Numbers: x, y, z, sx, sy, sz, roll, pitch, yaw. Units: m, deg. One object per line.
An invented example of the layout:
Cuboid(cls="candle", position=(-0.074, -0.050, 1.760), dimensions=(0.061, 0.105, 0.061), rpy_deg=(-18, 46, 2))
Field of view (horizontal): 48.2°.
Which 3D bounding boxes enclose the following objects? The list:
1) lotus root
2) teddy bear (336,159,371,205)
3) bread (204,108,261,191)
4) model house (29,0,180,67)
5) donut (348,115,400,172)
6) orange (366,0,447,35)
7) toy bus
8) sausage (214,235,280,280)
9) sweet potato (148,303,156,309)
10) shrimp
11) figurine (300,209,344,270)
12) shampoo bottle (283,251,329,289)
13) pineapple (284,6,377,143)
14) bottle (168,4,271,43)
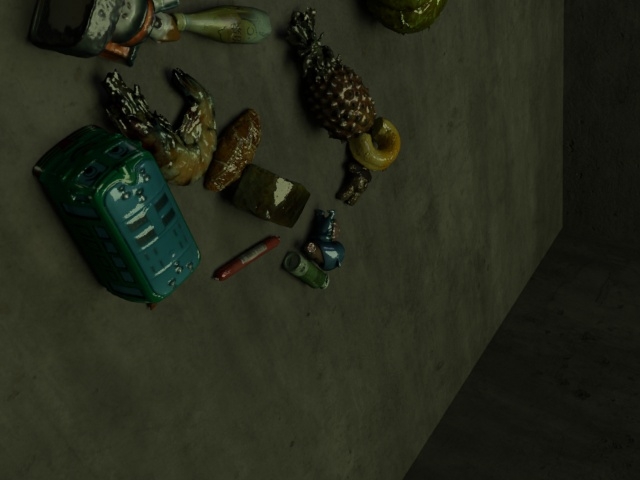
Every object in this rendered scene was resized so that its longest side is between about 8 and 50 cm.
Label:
Cuboid(cls="lotus root", position=(-0.115, -0.105, 1.790), dimensions=(0.119, 0.138, 0.235), rpy_deg=(-68, 157, 0))
Cuboid(cls="teddy bear", position=(0.116, -0.184, 2.162), dimensions=(0.119, 0.077, 0.161), rpy_deg=(21, 88, -53))
Cuboid(cls="bread", position=(-0.197, -0.216, 1.704), dimensions=(0.233, 0.075, 0.105), rpy_deg=(-64, 147, -16))
Cuboid(cls="model house", position=(-0.337, -0.431, 1.306), dimensions=(0.300, 0.190, 0.272), rpy_deg=(15, 90, -57))
Cuboid(cls="donut", position=(0.176, -0.287, 2.153), dimensions=(0.146, 0.078, 0.181), rpy_deg=(53, 50, -4))
Cuboid(cls="orange", position=(0.247, -0.734, 1.987), dimensions=(0.301, 0.223, 0.300), rpy_deg=(-53, 157, -27))
Cuboid(cls="toy bus", position=(-0.380, -0.040, 1.409), dimensions=(0.183, 0.199, 0.344), rpy_deg=(-48, 137, -31))
Cuboid(cls="sausage", position=(-0.186, 0.044, 1.868), dimensions=(0.253, 0.034, 0.034), rpy_deg=(-33, 130, -43))
Cuboid(cls="sweet potato", position=(-0.379, 0.115, 1.624), dimensions=(0.034, 0.034, 0.095), rpy_deg=(-18, 130, -51))
Cuboid(cls="shrimp", position=(-0.323, -0.265, 1.512), dimensions=(0.233, 0.071, 0.365), rpy_deg=(-66, 149, -19))
Cuboid(cls="figurine", position=(-0.001, 0.001, 2.070), dimensions=(0.144, 0.114, 0.178), rpy_deg=(-4, 96, -31))
Cuboid(cls="shampoo bottle", position=(-0.033, 0.094, 2.085), dimensions=(0.204, 0.065, 0.065), rpy_deg=(39, 71, -54))
Cuboid(cls="pineapple", position=(0.017, -0.428, 1.866), dimensions=(0.175, 0.175, 0.361), rpy_deg=(-51, 125, -30))
Cuboid(cls="bottle", position=(-0.218, -0.470, 1.553), dimensions=(0.269, 0.083, 0.083), rpy_deg=(-17, 117, -50))
